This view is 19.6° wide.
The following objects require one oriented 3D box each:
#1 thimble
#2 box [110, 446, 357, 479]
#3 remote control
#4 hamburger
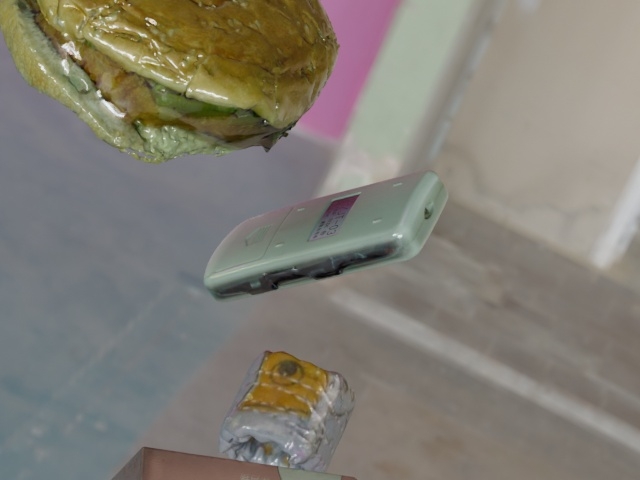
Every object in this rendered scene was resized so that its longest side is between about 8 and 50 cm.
[{"bbox_3d":[-0.037,0.201,2.058,0.127,0.118,0.151,20,-23,9],"label":"thimble"},{"bbox_3d":[-0.094,0.263,1.659,0.215,0.215,0.086,10,65,-18],"label":"box"},{"bbox_3d":[0.000,0.000,2.124,0.056,0.296,0.140,60,36,-22],"label":"remote control"},{"bbox_3d":[-0.120,-0.187,1.593,0.265,0.134,0.285,41,31,1],"label":"hamburger"}]
